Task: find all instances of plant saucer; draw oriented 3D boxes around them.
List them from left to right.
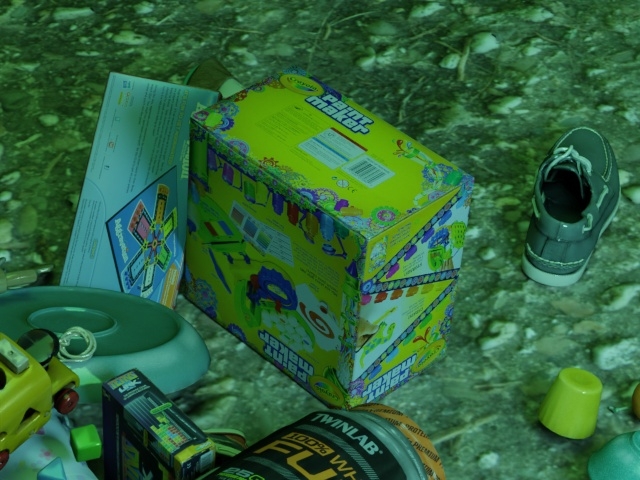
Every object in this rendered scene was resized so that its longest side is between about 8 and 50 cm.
[{"bbox_3d":[-0.280,0.108,2.016,0.317,0.043,0.317,6,15,-2],"label":"plant saucer"}]

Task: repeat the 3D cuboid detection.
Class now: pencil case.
[{"bbox_3d":[-0.271,0.273,1.854,0.124,0.113,0.273,-7,39,-33],"label":"pencil case"}]

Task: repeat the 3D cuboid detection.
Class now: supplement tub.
[{"bbox_3d":[-0.026,0.290,1.783,0.193,0.193,0.316,31,37,28],"label":"supplement tub"}]

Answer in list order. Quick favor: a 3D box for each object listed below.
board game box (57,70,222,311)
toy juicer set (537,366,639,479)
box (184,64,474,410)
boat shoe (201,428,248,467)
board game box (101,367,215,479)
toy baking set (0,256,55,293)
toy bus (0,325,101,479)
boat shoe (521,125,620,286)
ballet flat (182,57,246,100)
[{"bbox_3d":[-0.220,-0.059,2.195,0.145,0.027,0.281,11,81,8],"label":"board game box"},{"bbox_3d":[0.394,0.262,1.980,0.209,0.089,0.329,3,29,-25],"label":"toy juicer set"},{"bbox_3d":[0.000,0.000,2.091,0.177,0.279,0.290,-30,51,-35],"label":"box"},{"bbox_3d":[-0.146,0.234,1.971,0.137,0.049,0.043,1,41,-13],"label":"boat shoe"},{"bbox_3d":[-0.169,0.238,1.863,0.048,0.170,0.141,-27,48,-32],"label":"board game box"},{"bbox_3d":[-0.420,0.044,2.107,0.256,0.030,0.197,-11,9,-24],"label":"toy baking set"},{"bbox_3d":[-0.315,0.144,1.796,0.191,0.104,0.202,0,53,-10],"label":"toy bus"},{"bbox_3d":[0.336,-0.070,2.360,0.116,0.099,0.319,14,40,10],"label":"boat shoe"},{"bbox_3d":[-0.143,-0.144,2.351,0.124,0.116,0.342,-3,26,20],"label":"ballet flat"}]
